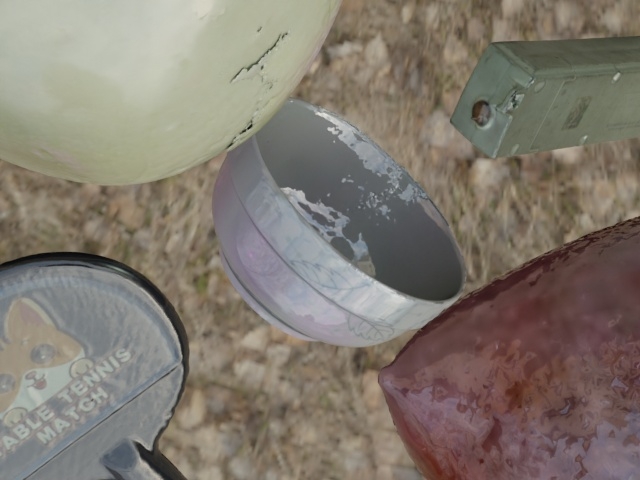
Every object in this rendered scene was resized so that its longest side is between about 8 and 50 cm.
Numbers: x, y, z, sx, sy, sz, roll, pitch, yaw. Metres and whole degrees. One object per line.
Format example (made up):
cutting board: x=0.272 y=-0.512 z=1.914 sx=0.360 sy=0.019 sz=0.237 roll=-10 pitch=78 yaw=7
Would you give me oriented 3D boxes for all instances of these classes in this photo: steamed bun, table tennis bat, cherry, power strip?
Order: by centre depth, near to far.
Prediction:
cherry: x=0.133 y=0.074 z=0.459 sx=0.250 sy=0.175 sz=0.192 roll=19 pitch=141 yaw=-14
table tennis bat: x=-0.124 y=0.097 z=0.842 sx=0.150 sy=0.027 sz=0.236 roll=-36 pitch=127 yaw=1
steamed bun: x=-0.094 y=-0.177 z=0.922 sx=0.233 sy=0.334 sz=0.312 roll=22 pitch=92 yaw=7
power strip: x=0.199 y=-0.112 z=1.163 sx=0.052 sy=0.272 sz=0.078 roll=43 pitch=124 yaw=29

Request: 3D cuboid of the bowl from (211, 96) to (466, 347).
bowl: x=0.000 y=0.000 z=1.594 sx=0.287 sy=0.287 sz=0.144 roll=37 pitch=117 yaw=-13
